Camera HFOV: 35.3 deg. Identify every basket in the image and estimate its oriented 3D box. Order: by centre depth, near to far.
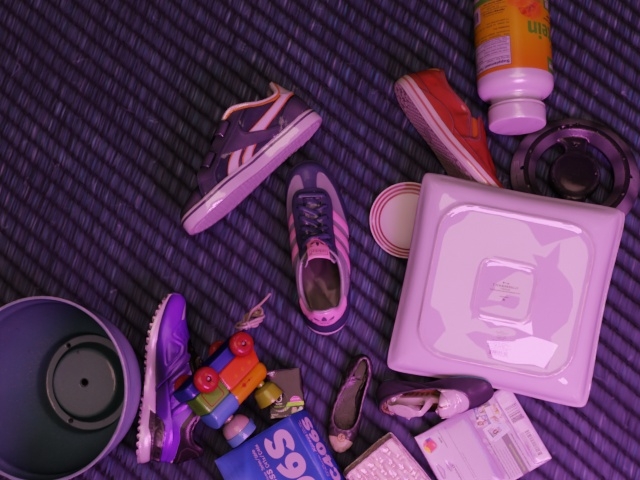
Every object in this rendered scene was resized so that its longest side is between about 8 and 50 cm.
[{"bbox_3d":[0.129,0.416,1.673,0.113,0.103,0.167,-39,81,-6],"label":"basket"}]

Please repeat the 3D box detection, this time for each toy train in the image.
[{"bbox_3d":[-0.115,0.216,1.681,0.143,0.105,0.248,50,57,-8],"label":"toy train"}]

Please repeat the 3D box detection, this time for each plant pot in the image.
[{"bbox_3d":[-0.419,0.239,1.664,0.293,0.196,0.293,-1,86,12],"label":"plant pot"}]

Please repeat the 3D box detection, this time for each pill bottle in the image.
[{"bbox_3d":[0.347,-0.321,1.807,0.136,0.136,0.245,-1,78,1],"label":"pill bottle"}]

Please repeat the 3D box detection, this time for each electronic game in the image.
[{"bbox_3d":[0.455,-0.115,1.805,0.229,0.048,0.229,-1,70,2],"label":"electronic game"}]

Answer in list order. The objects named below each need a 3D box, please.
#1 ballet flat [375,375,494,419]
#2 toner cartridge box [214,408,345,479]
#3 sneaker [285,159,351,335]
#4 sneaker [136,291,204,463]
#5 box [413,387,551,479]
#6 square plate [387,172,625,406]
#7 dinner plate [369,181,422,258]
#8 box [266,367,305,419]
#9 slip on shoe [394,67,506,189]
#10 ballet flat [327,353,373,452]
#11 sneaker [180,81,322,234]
[{"bbox_3d":[0.189,0.271,1.696,0.203,0.074,0.074,-3,77,19],"label":"ballet flat"},{"bbox_3d":[-0.017,0.470,1.651,0.165,0.075,0.347,-35,78,20],"label":"toner cartridge box"},{"bbox_3d":[0.000,0.000,1.750,0.112,0.131,0.319,-10,78,0],"label":"sneaker"},{"bbox_3d":[-0.230,0.238,1.730,0.146,0.102,0.293,6,82,-4],"label":"sneaker"},{"bbox_3d":[0.275,0.353,1.716,0.186,0.038,0.145,-29,78,-6],"label":"box"},{"bbox_3d":[0.312,0.084,1.692,0.347,0.049,0.344,11,91,3],"label":"square plate"},{"bbox_3d":[0.159,-0.035,1.812,0.141,0.017,0.141,0,77,1],"label":"dinner plate"},{"bbox_3d":[-0.059,0.264,1.736,0.062,0.052,0.083,-6,77,0],"label":"box"},{"bbox_3d":[0.258,-0.175,1.793,0.101,0.123,0.331,-30,74,-9],"label":"slip on shoe"},{"bbox_3d":[0.049,0.278,1.731,0.057,0.049,0.173,13,79,5],"label":"ballet flat"},{"bbox_3d":[-0.151,-0.150,1.792,0.127,0.126,0.321,45,72,5],"label":"sneaker"}]
